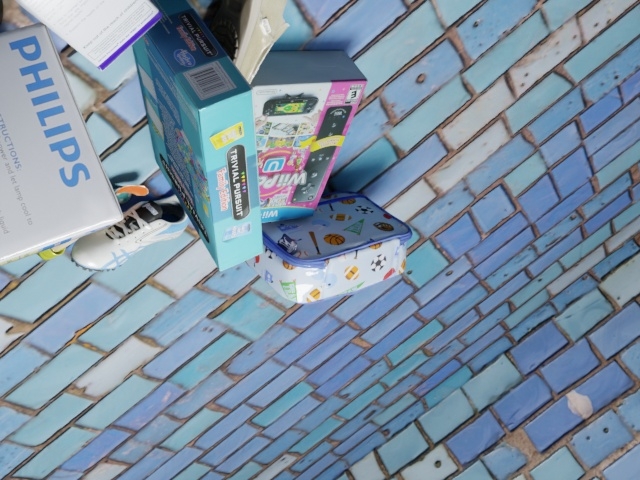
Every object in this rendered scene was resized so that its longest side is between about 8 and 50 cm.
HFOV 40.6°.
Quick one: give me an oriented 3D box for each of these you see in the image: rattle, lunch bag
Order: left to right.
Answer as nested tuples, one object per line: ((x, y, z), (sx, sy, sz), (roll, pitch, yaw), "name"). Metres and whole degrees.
((-0.393, -0.073, 1.367), (0.199, 0.143, 0.130), (-41, -177, -17), "rattle")
((0.000, 0.000, 1.631), (0.303, 0.243, 0.115), (-12, 126, -33), "lunch bag")

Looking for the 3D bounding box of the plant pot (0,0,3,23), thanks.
((-0.451, -0.272, 0.943), (0.167, 0.167, 0.165), (-40, 156, 9), "plant pot")

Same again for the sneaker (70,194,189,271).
((-0.311, -0.020, 1.429), (0.237, 0.085, 0.086), (-30, 151, -44), "sneaker")

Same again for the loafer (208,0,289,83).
((-0.098, -0.305, 1.242), (0.092, 0.102, 0.269), (-3, 130, -38), "loafer")

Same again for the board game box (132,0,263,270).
((-0.176, -0.157, 1.240), (0.079, 0.254, 0.336), (-23, 147, -17), "board game box")

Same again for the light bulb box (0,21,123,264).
((-0.455, -0.060, 0.990), (0.361, 0.225, 0.358), (-22, -172, -19), "light bulb box")

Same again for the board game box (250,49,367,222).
((-0.076, -0.168, 1.464), (0.224, 0.097, 0.303), (-9, 140, -33), "board game box")

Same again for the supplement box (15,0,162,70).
((-0.310, -0.323, 1.033), (0.114, 0.111, 0.220), (-40, 148, 9), "supplement box")
